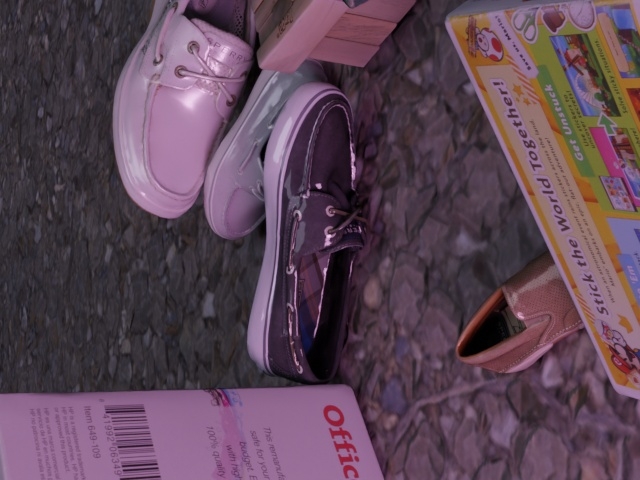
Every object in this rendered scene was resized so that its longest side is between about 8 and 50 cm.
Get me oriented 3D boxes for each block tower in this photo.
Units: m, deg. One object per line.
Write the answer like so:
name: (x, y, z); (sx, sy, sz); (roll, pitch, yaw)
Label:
block tower: (-0.015, -0.286, 0.917); (0.091, 0.097, 0.335); (-45, 47, 50)

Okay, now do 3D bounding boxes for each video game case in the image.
video game case: (0.164, -0.008, 0.509); (0.206, 0.026, 0.227); (11, 134, 60)

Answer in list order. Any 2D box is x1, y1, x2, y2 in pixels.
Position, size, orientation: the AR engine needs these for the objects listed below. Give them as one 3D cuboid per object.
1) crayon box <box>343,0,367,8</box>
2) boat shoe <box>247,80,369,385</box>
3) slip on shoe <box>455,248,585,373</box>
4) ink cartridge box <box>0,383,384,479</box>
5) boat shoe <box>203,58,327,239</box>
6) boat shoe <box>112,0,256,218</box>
crayon box: (0.015, -0.300, 0.691); (0.323, 0.203, 0.083); (54, 172, 32)
boat shoe: (0.000, 0.000, 0.881); (0.076, 0.080, 0.229); (20, 102, 42)
slip on shoe: (0.125, 0.033, 0.683); (0.135, 0.041, 0.051); (-50, 46, 47)
ink cartridge box: (-0.101, 0.235, 0.830); (0.197, 0.270, 0.198); (-59, 39, 41)
boat shoe: (-0.040, -0.065, 0.974); (0.184, 0.066, 0.063); (-57, 39, 26)
boat shoe: (-0.104, -0.156, 1.022); (0.096, 0.098, 0.277); (-16, 58, 47)
